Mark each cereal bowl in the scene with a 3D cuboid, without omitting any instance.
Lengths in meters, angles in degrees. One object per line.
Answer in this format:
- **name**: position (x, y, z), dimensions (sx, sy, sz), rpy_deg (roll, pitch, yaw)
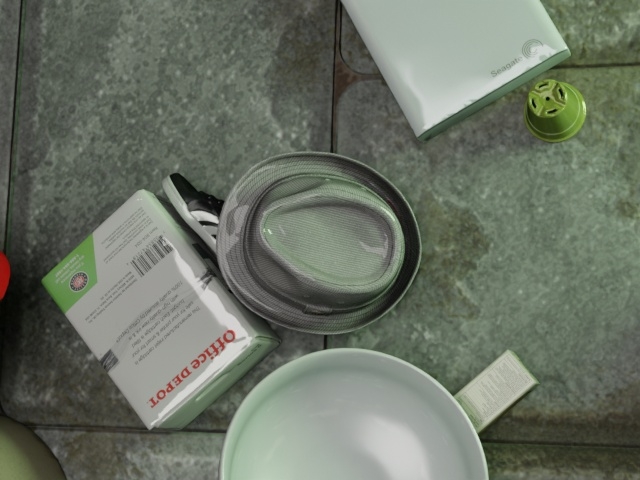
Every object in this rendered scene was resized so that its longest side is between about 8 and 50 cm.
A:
- **cereal bowl**: position (0.036, 0.314, 1.756), dimensions (0.339, 0.141, 0.339), rpy_deg (2, 69, -5)

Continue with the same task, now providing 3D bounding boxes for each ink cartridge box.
- **ink cartridge box**: position (-0.219, 0.099, 1.912), dimensions (0.198, 0.115, 0.273), rpy_deg (-41, 73, 8)

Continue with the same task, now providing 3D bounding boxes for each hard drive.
- **hard drive**: position (0.153, -0.343, 1.903), dimensions (0.233, 0.047, 0.353), rpy_deg (-30, 75, 11)

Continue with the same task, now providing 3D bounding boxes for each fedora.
- **fedora**: position (0.000, 0.000, 1.817), dimensions (0.275, 0.124, 0.243), rpy_deg (19, 85, -2)

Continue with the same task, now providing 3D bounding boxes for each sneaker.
- **sneaker**: position (-0.112, -0.036, 1.927), dimensions (0.121, 0.079, 0.217), rpy_deg (-42, 81, 4)

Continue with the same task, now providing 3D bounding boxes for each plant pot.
- **plant pot**: position (0.302, -0.177, 1.817), dimensions (0.083, 0.079, 0.083), rpy_deg (-3, 81, 16)

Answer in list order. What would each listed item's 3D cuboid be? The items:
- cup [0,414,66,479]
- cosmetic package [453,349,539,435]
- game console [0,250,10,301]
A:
- **cup**: position (-0.540, 0.395, 1.901), dimensions (0.331, 0.237, 0.331), rpy_deg (-3, 81, 17)
- **cosmetic package**: position (0.222, 0.201, 1.805), dimensions (0.115, 0.041, 0.060), rpy_deg (-41, 73, 8)
- **game console**: position (-0.615, 0.112, 1.917), dimensions (0.386, 0.060, 0.342), rpy_deg (21, 74, 43)
